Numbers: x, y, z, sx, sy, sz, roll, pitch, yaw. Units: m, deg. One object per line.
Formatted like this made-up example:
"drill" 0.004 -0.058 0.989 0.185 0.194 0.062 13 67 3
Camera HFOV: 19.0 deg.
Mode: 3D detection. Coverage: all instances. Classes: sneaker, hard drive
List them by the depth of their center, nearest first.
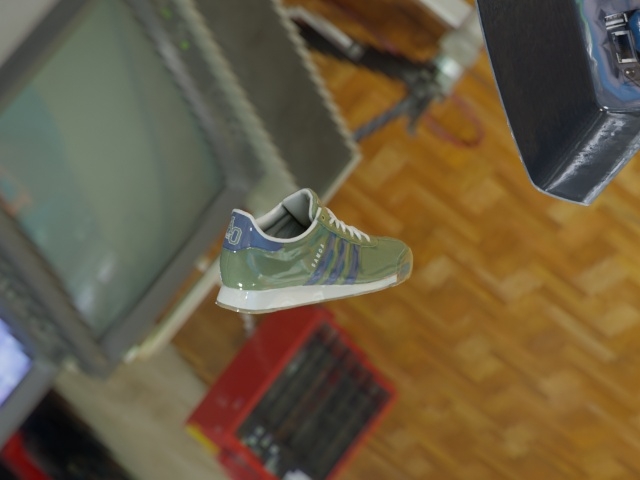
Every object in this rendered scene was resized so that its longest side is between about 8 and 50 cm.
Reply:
"hard drive" 0.153 -0.166 1.254 0.172 0.054 0.255 121 140 -64
"sneaker" 0.000 0.000 1.535 0.064 0.192 0.086 18 113 49
